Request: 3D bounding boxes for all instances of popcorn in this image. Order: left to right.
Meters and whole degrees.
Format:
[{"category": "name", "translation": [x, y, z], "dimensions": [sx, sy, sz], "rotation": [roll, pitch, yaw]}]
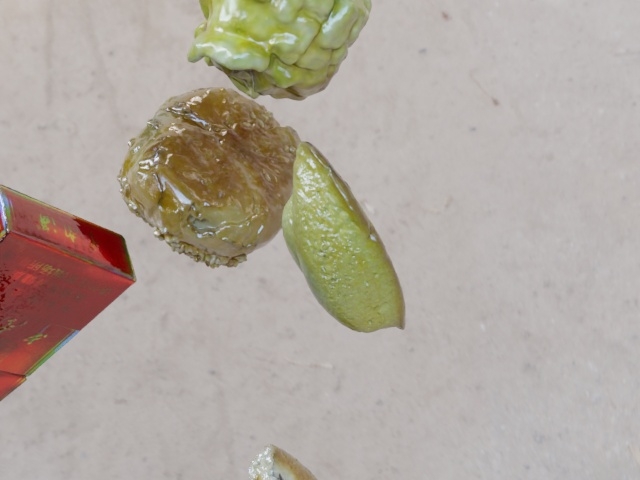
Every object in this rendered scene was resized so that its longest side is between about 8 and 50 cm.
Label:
[{"category": "popcorn", "translation": [-0.050, -0.244, 1.201], "dimensions": [0.181, 0.235, 0.217], "rotation": [30, 75, -7]}]

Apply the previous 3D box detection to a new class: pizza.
[{"category": "pizza", "translation": [-0.031, 0.312, 1.110], "dimensions": [0.069, 0.154, 0.194], "rotation": [-30, 20, 29]}]

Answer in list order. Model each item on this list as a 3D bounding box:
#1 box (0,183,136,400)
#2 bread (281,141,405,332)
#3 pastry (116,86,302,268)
[{"category": "box", "translation": [-0.411, 0.084, 1.403], "dimensions": [0.313, 0.197, 0.089], "rotation": [-39, 51, 22]}, {"category": "bread", "translation": [0.000, 0.000, 0.926], "dimensions": [0.065, 0.188, 0.149], "rotation": [-33, 42, -11]}, {"category": "pastry", "translation": [-0.158, -0.084, 1.606], "dimensions": [0.255, 0.162, 0.311], "rotation": [34, 40, 0]}]
